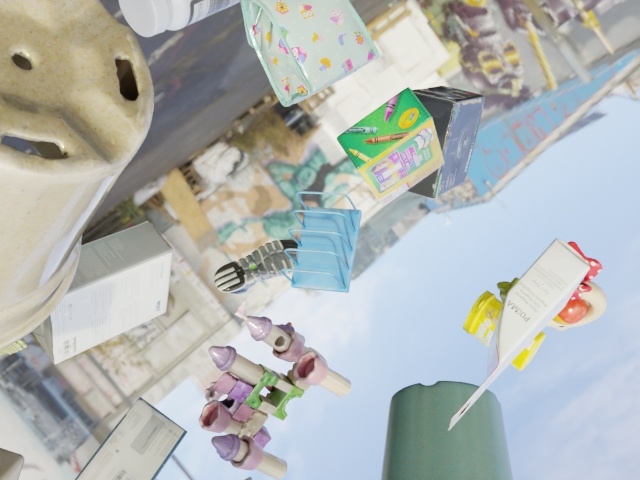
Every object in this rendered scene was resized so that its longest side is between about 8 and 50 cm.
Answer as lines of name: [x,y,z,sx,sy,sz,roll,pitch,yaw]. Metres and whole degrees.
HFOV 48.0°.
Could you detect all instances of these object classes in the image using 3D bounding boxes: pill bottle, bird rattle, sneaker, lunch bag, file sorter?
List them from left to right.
pill bottle: [-0.321,-0.592,1.686,0.283,0.161,0.161,-38,-175,-35]
sneaker: [-0.145,0.067,1.704,0.228,0.086,0.132,-18,169,-14]
lunch bag: [-0.035,-0.464,1.594,0.223,0.262,0.160,-34,-170,-25]
file sorter: [0.000,0.000,1.383,0.104,0.118,0.170,53,45,-63]
bird rattle: [0.473,0.108,1.435,0.253,0.206,0.143,-47,-148,41]

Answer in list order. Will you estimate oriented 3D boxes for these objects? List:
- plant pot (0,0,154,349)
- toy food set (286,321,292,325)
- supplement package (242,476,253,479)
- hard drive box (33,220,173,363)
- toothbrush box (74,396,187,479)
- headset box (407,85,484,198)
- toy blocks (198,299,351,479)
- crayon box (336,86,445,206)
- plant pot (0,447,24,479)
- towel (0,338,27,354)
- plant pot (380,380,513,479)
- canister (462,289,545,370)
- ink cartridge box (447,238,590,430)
plant pot: [-0.319,-0.090,0.657,0.305,0.334,0.334,-32,-171,41]
toy food set: [-0.091,0.272,2.032,0.083,0.020,0.083,-81,178,-53]
supplement package: [-0.126,0.555,1.093,0.199,0.263,0.198,-25,-163,-10]
hard drive box: [-0.389,0.091,1.283,0.232,0.089,0.181,-24,146,-36]
toothbrush box: [-0.415,0.477,1.459,0.295,0.126,0.216,-47,-174,49]
headset box: [0.295,-0.257,1.836,0.283,0.131,0.247,-24,129,-59]
toy blocks: [-0.157,0.289,1.525,0.289,0.260,0.309,-53,-146,1]
crayon box: [0.148,-0.176,1.429,0.165,0.081,0.278,-35,162,5]
plant pot: [-0.424,0.300,0.825,0.096,0.109,0.109,-85,-164,-74]
towel: [-0.569,0.148,1.205,0.110,0.148,0.027,-21,-140,46]
plant pot: [0.272,0.506,1.552,0.341,0.341,0.334,-33,-141,41]
canister: [0.436,0.216,1.713,0.073,0.170,0.126,-32,149,-36]
ink cartridge box: [0.219,0.121,0.874,0.232,0.066,0.189,-41,160,-6]
